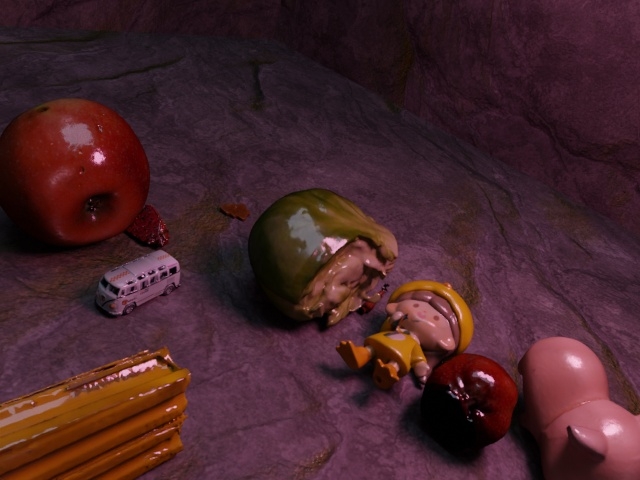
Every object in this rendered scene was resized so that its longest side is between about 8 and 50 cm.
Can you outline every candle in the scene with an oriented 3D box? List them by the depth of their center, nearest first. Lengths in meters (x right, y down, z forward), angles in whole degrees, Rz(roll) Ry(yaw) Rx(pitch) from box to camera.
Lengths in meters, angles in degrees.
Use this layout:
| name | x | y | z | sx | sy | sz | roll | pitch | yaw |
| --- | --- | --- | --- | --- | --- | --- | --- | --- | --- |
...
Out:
| name | x | y | z | sx | sy | sz | roll | pitch | yaw |
| --- | --- | --- | --- | --- | --- | --- | --- | --- | --- |
| candle | 0.147 | 0.156 | 1.472 | 0.026 | 0.021 | 0.167 | 52 | 36 | 4 |

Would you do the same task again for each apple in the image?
| name | x | y | z | sx | sy | sz | roll | pitch | yaw |
| --- | --- | --- | --- | --- | --- | --- | --- | --- | --- |
| apple | -0.569 | -0.152 | 1.284 | 0.348 | 0.348 | 0.277 | -14 | 50 | -43 |

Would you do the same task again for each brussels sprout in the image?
| name | x | y | z | sx | sy | sz | roll | pitch | yaw |
| --- | --- | --- | --- | --- | --- | --- | --- | --- | --- |
| brussels sprout | -0.002 | 0.026 | 1.352 | 0.371 | 0.276 | 0.315 | -5 | 41 | -34 |

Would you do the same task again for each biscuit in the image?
| name | x | y | z | sx | sy | sz | roll | pitch | yaw |
| --- | --- | --- | --- | --- | --- | --- | --- | --- | --- |
| biscuit | -0.256 | -0.087 | 1.651 | 0.092 | 0.016 | 0.082 | 6 | 38 | -18 |

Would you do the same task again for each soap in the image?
| name | x | y | z | sx | sy | sz | roll | pitch | yaw |
| --- | --- | --- | --- | --- | --- | --- | --- | --- | --- |
| soap | -0.353 | 0.293 | 0.809 | 0.324 | 0.204 | 0.096 | -15 | 41 | -44 |

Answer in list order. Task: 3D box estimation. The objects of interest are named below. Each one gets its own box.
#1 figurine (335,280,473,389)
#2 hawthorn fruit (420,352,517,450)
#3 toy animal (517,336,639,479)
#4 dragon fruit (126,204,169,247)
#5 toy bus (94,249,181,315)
| name | x | y | z | sx | sy | sz | roll | pitch | yaw |
| --- | --- | --- | --- | --- | --- | --- | --- | --- | --- |
| figurine | 0.203 | 0.212 | 1.260 | 0.344 | 0.187 | 0.215 | -22 | 54 | -42 |
| hawthorn fruit | 0.316 | 0.328 | 1.156 | 0.189 | 0.189 | 0.251 | 32 | 14 | 21 |
| toy animal | 0.533 | 0.360 | 1.135 | 0.237 | 0.269 | 0.326 | 0 | 74 | -16 |
| dragon fruit | -0.429 | -0.024 | 1.438 | 0.131 | 0.063 | 0.097 | 29 | 67 | 25 |
| toy bus | -0.401 | 0.089 | 1.219 | 0.087 | 0.089 | 0.194 | 32 | 34 | 22 |
